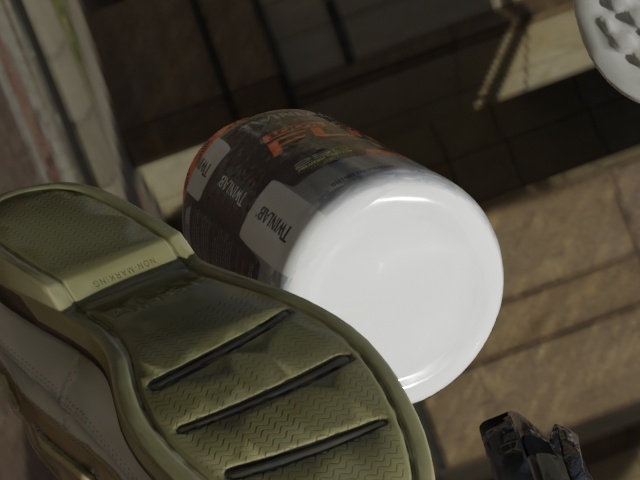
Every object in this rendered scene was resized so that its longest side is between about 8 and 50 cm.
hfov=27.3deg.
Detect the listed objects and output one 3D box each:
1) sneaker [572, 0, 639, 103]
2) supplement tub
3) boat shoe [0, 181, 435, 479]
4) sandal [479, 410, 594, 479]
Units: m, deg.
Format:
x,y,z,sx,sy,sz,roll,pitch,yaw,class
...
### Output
x,y,z,sx,sy,sz,roll,pitch,yaw,class
0.151,-0.212,0.547,0.127,0.126,0.321,-6,98,-66,sneaker
0.000,0.000,1.180,0.338,0.207,0.207,37,-30,62,supplement tub
-0.058,0.076,0.574,0.302,0.113,0.103,36,-46,45,boat shoe
0.154,0.152,0.821,0.254,0.054,0.097,26,44,-67,sandal
